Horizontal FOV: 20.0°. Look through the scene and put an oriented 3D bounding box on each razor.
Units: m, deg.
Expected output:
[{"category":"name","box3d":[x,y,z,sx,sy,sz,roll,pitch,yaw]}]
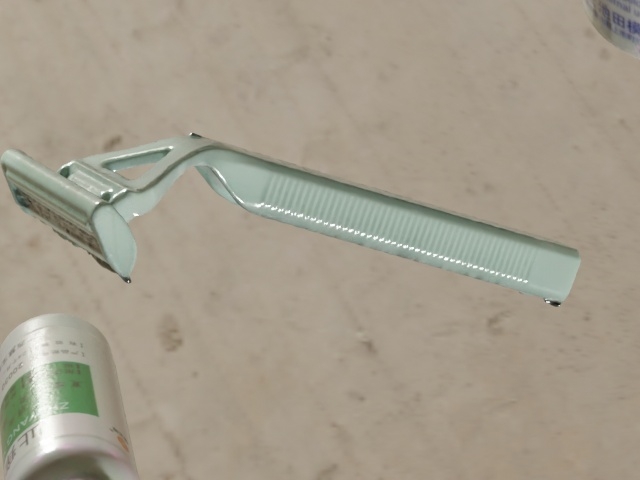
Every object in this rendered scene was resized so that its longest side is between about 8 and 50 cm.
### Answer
[{"category":"razor","box3d":[0.003,-0.010,0.822,0.111,0.278,0.056,26,-74,57]}]

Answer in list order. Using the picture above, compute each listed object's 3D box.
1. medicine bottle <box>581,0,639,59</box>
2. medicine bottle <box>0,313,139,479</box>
[{"category":"medicine bottle","box3d":[0.176,-0.242,0.816,0.130,0.341,0.130,-6,-133,6]},{"category":"medicine bottle","box3d":[-0.179,0.148,1.281,0.095,0.095,0.260,-56,-155,14]}]
